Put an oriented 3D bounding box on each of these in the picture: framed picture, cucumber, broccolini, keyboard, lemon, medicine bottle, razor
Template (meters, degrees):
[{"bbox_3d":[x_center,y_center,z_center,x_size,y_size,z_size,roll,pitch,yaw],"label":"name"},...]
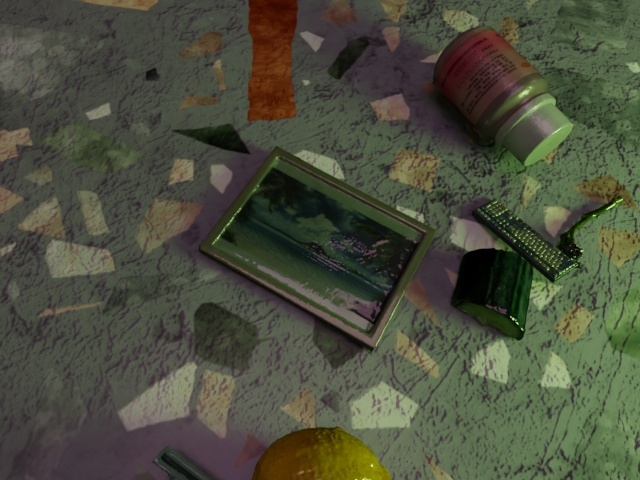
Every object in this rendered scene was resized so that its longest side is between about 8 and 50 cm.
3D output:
[{"bbox_3d":[0.000,0.000,0.805,0.315,0.024,0.232,28,66,10],"label":"framed picture"},{"bbox_3d":[0.271,0.076,0.770,0.116,0.062,0.115,21,60,4],"label":"cucumber"},{"bbox_3d":[0.449,-0.025,0.845,0.052,0.054,0.194,30,62,31],"label":"broccolini"},{"bbox_3d":[0.329,-0.005,0.816,0.055,0.014,0.176,-26,54,-19],"label":"keyboard"},{"bbox_3d":[0.003,0.296,0.594,0.187,0.142,0.142,5,63,-15],"label":"lemon"},{"bbox_3d":[0.321,-0.255,0.891,0.147,0.147,0.247,-29,70,-17],"label":"medicine bottle"},{"bbox_3d":[-0.223,0.395,0.583,0.111,0.056,0.278,32,73,10],"label":"razor"}]
